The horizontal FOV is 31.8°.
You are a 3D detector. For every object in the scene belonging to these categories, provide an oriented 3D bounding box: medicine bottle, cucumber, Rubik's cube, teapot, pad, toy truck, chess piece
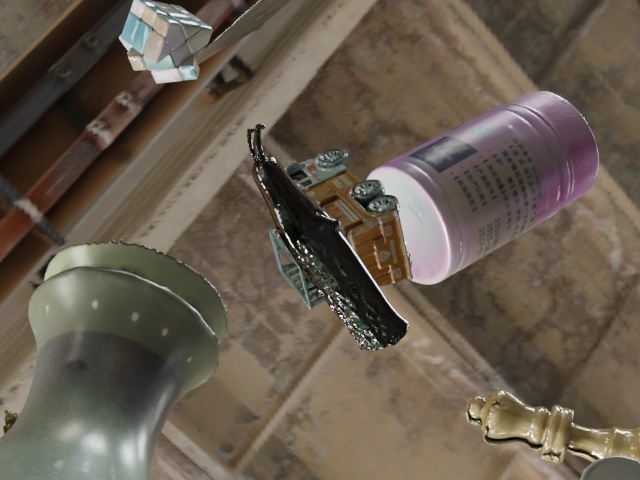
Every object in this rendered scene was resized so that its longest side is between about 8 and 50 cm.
[{"bbox_3d":[0.193,-0.067,1.335,0.254,0.152,0.152,-28,-80,-29],"label":"medicine bottle"},{"bbox_3d":[0.000,0.000,0.713,0.163,0.039,0.043,54,-141,-16],"label":"cucumber"},{"bbox_3d":[-0.153,-0.193,1.118,0.084,0.075,0.073,11,-67,-36],"label":"Rubik's cube"},{"bbox_3d":[-0.124,0.125,0.546,0.183,0.183,0.251,37,-138,-23],"label":"teapot"},{"bbox_3d":[-0.030,-0.338,1.471,0.007,0.367,0.247,53,-141,-6],"label":"pad"},{"bbox_3d":[0.005,-0.014,1.083,0.115,0.178,0.080,-22,-58,-12],"label":"toy truck"},{"bbox_3d":[0.211,0.171,0.984,0.172,0.060,0.060,14,-105,12],"label":"chess piece"}]

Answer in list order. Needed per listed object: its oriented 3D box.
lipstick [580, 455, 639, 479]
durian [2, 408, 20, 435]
[{"bbox_3d":[0.220,0.257,0.875,0.059,0.059,0.264,-43,-34,-26],"label":"lipstick"},{"bbox_3d":[-0.239,0.245,1.036,0.102,0.208,0.146,-4,-118,-5],"label":"durian"}]
